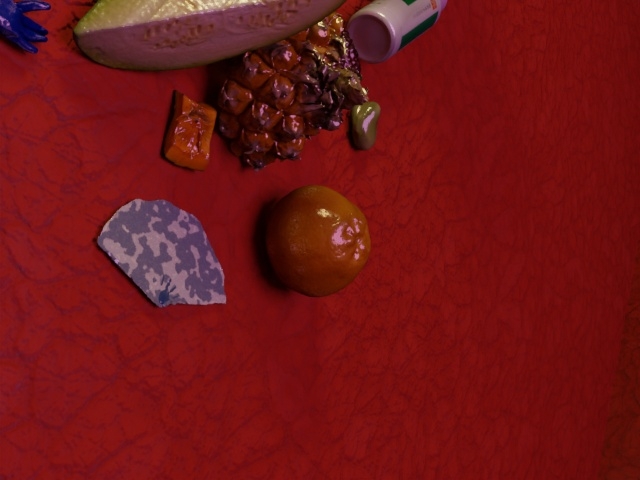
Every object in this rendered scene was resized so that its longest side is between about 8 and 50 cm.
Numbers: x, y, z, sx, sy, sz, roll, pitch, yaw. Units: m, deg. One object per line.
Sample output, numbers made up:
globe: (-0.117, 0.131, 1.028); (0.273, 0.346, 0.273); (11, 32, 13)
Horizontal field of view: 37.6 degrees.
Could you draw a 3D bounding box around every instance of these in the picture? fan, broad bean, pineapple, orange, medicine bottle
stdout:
fan: (-0.183, 0.020, 1.143); (0.240, 0.009, 0.131); (34, 60, -51)
broad bean: (0.072, -0.188, 1.526); (0.063, 0.045, 0.083); (4, 93, -69)
pineapple: (-0.037, -0.196, 1.204); (0.140, 0.164, 0.249); (14, 108, -51)
orange: (0.000, 0.000, 1.313); (0.159, 0.136, 0.158); (10, 77, -54)
medicine bottle: (0.138, -0.380, 1.592); (0.260, 0.095, 0.095); (-42, 122, -49)

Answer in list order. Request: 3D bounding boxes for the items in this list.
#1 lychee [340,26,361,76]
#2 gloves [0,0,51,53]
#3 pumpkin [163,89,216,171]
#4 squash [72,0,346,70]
lychee: (-0.001, -0.251, 1.348); (0.129, 0.123, 0.123); (-22, 106, -47)
gloves: (-0.307, -0.230, 0.953); (0.086, 0.026, 0.064); (27, 63, -53)
pumpkin: (-0.157, -0.139, 1.174); (0.073, 0.035, 0.101); (29, 62, -56)
squash: (-0.119, -0.250, 1.101); (0.288, 0.203, 0.111); (-53, 176, -27)
